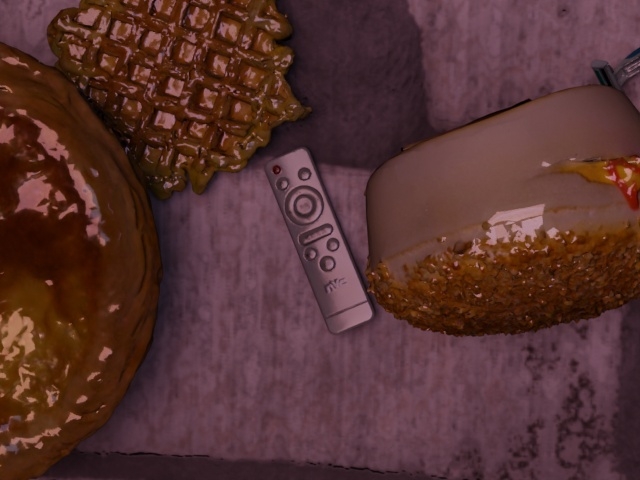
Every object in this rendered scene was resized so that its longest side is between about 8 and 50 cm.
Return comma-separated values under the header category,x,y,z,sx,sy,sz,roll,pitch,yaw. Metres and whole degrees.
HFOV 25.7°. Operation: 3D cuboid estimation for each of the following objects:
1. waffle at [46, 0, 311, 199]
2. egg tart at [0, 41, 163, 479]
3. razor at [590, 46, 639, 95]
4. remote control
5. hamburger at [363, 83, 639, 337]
category,x,y,z,sx,sy,sz,roll,pitch,yaw
waffle,-0.142,-0.171,1.374,0.254,0.052,0.245,-29,87,12
egg tart,-0.360,0.018,1.348,0.443,0.178,0.443,0,93,5
razor,0.339,-0.188,1.278,0.191,0.037,0.068,-32,127,8
remote control,0.000,0.000,1.362,0.050,0.027,0.184,-23,82,10
hamburger,0.178,-0.009,1.198,0.294,0.276,0.179,-20,76,16
